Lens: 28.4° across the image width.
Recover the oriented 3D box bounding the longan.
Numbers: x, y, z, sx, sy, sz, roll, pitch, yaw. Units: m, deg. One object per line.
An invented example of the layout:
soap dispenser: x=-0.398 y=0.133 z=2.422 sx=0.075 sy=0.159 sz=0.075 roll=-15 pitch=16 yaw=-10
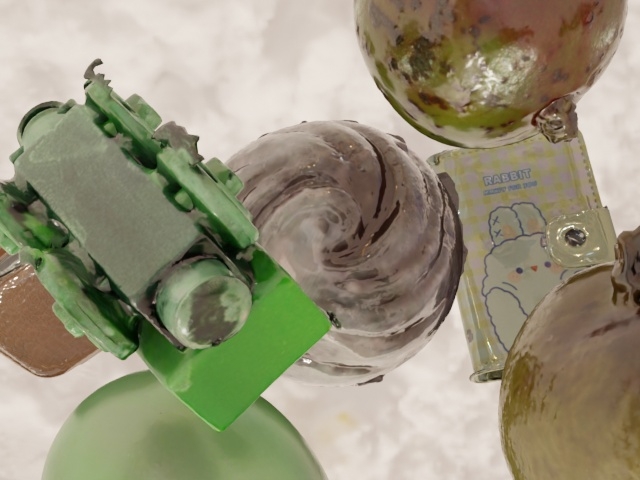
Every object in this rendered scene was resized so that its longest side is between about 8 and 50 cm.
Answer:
longan: x=0.156 y=0.075 z=0.605 sx=0.145 sy=0.155 sz=0.176 roll=-32 pitch=124 yaw=-34

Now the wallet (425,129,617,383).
wallet: x=0.265 y=0.016 z=1.608 sx=0.077 sy=0.223 sz=0.309 roll=89 pitch=-9 yaw=-64

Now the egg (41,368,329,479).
egg: x=-0.098 y=0.225 z=1.005 sx=0.270 sy=0.220 sz=0.220 roll=42 pitch=45 yaw=16

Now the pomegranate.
pomegranate: x=0.121 y=-0.187 z=0.891 sx=0.198 sy=0.198 sz=0.246 roll=24 pitch=65 yaw=-44

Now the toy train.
toy train: x=-0.105 y=0.007 z=0.796 sx=0.132 sy=0.243 sz=0.188 roll=-44 pitch=135 yaw=-4

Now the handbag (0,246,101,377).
handbag: x=-0.220 y=0.029 z=1.132 sx=0.151 sy=0.193 sz=0.072 roll=45 pitch=21 yaw=-41

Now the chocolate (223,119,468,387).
chocolate: x=0.000 y=0.000 z=1.280 sx=0.213 sy=0.303 sz=0.303 roll=50 pitch=43 yaw=-83
